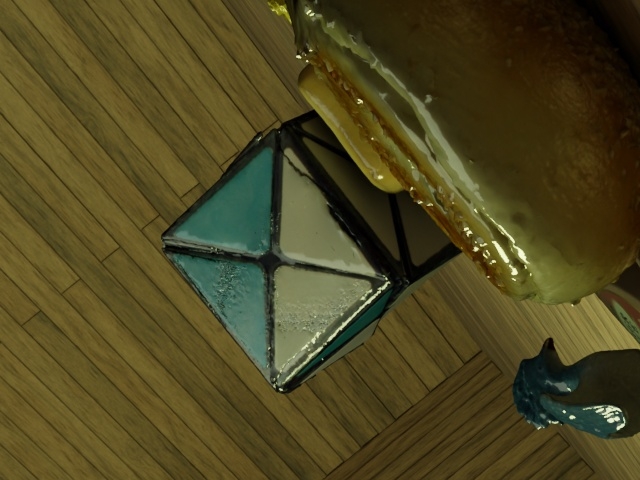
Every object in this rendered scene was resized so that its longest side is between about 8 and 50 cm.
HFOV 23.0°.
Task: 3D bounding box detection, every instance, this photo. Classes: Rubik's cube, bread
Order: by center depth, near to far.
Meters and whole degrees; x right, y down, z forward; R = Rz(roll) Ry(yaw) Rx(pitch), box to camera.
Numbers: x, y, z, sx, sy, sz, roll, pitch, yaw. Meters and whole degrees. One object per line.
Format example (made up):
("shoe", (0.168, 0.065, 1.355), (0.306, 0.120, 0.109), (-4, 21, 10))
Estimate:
("bread", (0.106, -0.099, 1.042), (0.305, 0.159, 0.305), (49, -178, -2))
("bread", (0.063, -0.166, 2.154), (0.217, 0.098, 0.147), (53, -177, 2))
("Rubik's cube", (0.000, 0.000, 2.310), (0.307, 0.305, 0.310), (52, -150, 6))

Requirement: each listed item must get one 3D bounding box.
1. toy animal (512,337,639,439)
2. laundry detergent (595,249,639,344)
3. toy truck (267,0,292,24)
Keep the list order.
("toy animal", (0.290, 0.146, 1.438), (0.239, 0.176, 0.255), (3, -149, -40))
("laundry detergent", (0.253, 0.020, 1.242), (0.237, 0.076, 0.171), (53, 179, 39))
("toy truck", (-0.004, -0.256, 1.492), (0.227, 0.114, 0.098), (50, 178, 46))
